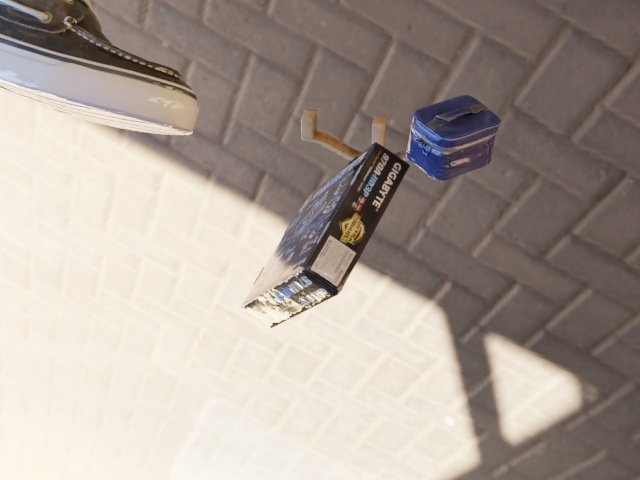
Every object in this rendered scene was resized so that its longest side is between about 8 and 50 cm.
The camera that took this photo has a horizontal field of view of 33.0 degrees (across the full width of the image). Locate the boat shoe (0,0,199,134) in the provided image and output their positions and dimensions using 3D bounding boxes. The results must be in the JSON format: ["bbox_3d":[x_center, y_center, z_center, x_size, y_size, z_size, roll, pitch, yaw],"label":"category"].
[{"bbox_3d":[-0.257,-0.190,0.969,0.335,0.119,0.121,20,176,6],"label":"boat shoe"}]

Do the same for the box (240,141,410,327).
[{"bbox_3d":[0.000,0.000,1.233,0.051,0.175,0.220,35,155,-10],"label":"box"}]

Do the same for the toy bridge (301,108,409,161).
[{"bbox_3d":[0.071,-0.121,1.311,0.188,0.026,0.063,6,130,7],"label":"toy bridge"}]

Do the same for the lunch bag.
[{"bbox_3d":[0.138,-0.113,1.148,0.067,0.098,0.065,42,139,35],"label":"lunch bag"}]
